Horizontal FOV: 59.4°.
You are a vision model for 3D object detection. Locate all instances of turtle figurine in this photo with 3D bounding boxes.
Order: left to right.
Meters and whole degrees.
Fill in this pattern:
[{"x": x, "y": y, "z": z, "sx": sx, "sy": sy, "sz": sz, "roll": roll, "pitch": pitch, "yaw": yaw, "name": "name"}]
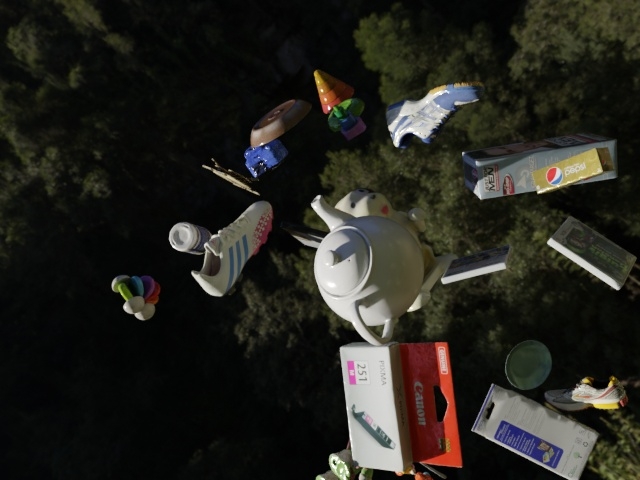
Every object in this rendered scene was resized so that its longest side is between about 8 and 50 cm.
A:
[{"x": 0.144, "y": 0.567, "z": 1.372, "sx": 0.266, "sy": 0.274, "sz": 0.198, "roll": -8, "pitch": -13, "yaw": -41, "name": "turtle figurine"}]

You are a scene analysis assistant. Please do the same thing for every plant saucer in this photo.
[{"x": -0.115, "y": -0.325, "z": 1.509, "sx": 0.199, "sy": 0.036, "sz": 0.198, "roll": -28, "pitch": 25, "yaw": 15, "name": "plant saucer"}, {"x": 0.789, "y": 0.472, "z": 2.149, "sx": 0.195, "sy": 0.195, "sz": 0.037, "roll": -55, "pitch": 14, "yaw": -2, "name": "plant saucer"}]

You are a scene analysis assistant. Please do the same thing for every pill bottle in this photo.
[{"x": -0.418, "y": -0.003, "z": 1.859, "sx": 0.094, "sy": 0.094, "sz": 0.169, "roll": -55, "pitch": -17, "yaw": 3, "name": "pill bottle"}]

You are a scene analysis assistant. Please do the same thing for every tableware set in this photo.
[{"x": -0.253, "y": -0.191, "z": 1.619, "sx": 0.194, "sy": 0.128, "sz": 0.039, "roll": 26, "pitch": 87, "yaw": 56, "name": "tableware set"}]

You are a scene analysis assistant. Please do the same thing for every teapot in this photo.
[{"x": 0.079, "y": 0.060, "z": 1.168, "sx": 0.256, "sy": 0.187, "sz": 0.252, "roll": 18, "pitch": 91, "yaw": 42, "name": "teapot"}]

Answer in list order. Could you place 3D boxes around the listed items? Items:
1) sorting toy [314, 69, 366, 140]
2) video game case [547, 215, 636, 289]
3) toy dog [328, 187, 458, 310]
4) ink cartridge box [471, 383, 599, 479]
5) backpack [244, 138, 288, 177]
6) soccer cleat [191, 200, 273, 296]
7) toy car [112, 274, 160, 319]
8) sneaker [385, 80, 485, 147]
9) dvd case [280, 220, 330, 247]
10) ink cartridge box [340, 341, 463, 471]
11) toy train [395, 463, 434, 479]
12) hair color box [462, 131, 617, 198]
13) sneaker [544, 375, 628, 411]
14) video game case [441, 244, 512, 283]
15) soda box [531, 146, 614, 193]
[{"x": 0.042, "y": -0.421, "z": 1.667, "sx": 0.127, "sy": 0.126, "sz": 0.365, "roll": -36, "pitch": 31, "yaw": 13, "name": "sorting toy"}, {"x": 0.673, "y": 0.025, "z": 1.385, "sx": 0.173, "sy": 0.190, "sz": 0.022, "roll": -31, "pitch": -28, "yaw": -46, "name": "video game case"}, {"x": 0.217, "y": -0.002, "z": 1.947, "sx": 0.284, "sy": 0.407, "sz": 0.395, "roll": -42, "pitch": 14, "yaw": -24, "name": "toy dog"}, {"x": 0.644, "y": 0.575, "z": 1.701, "sx": 0.165, "sy": 0.333, "sz": 0.065, "roll": -64, "pitch": -11, "yaw": 0, "name": "ink cartridge box"}, {"x": -0.169, "y": -0.267, "z": 1.759, "sx": 0.120, "sy": 0.101, "sz": 0.098, "roll": -24, "pitch": 24, "yaw": 27, "name": "backpack"}, {"x": -0.252, "y": 0.003, "z": 1.636, "sx": 0.116, "sy": 0.143, "sz": 0.331, "roll": 6, "pitch": 63, "yaw": 44, "name": "soccer cleat"}, {"x": -0.661, "y": 0.191, "z": 2.060, "sx": 0.136, "sy": 0.159, "sz": 0.182, "roll": -38, "pitch": -29, "yaw": -4, "name": "toy car"}, {"x": 0.313, "y": -0.332, "z": 1.503, "sx": 0.112, "sy": 0.130, "sz": 0.297, "roll": -7, "pitch": -3, "yaw": -44, "name": "sneaker"}, {"x": 0.000, "y": 0.000, "z": 1.669, "sx": 0.253, "sy": 0.181, "sz": 0.022, "roll": 39, "pitch": -114, "yaw": -72, "name": "dvd case"}, {"x": 0.172, "y": 0.363, "z": 1.230, "sx": 0.239, "sy": 0.274, "sz": 0.060, "roll": -8, "pitch": -3, "yaw": 33, "name": "ink cartridge box"}, {"x": 0.245, "y": 0.625, "z": 1.530, "sx": 0.046, "sy": 0.125, "sz": 0.166, "roll": -61, "pitch": 13, "yaw": 3, "name": "toy train"}, {"x": 0.616, "y": -0.219, "z": 1.607, "sx": 0.375, "sy": 0.113, "sz": 0.185, "roll": -9, "pitch": 16, "yaw": 4, "name": "hair color box"}, {"x": 0.792, "y": 0.452, "z": 1.691, "sx": 0.225, "sy": 0.092, "sz": 0.088, "roll": -16, "pitch": 9, "yaw": 29, "name": "sneaker"}, {"x": 0.496, "y": 0.074, "z": 1.771, "sx": 0.201, "sy": 0.023, "sz": 0.183, "roll": -18, "pitch": 9, "yaw": 28, "name": "video game case"}, {"x": 0.622, "y": -0.171, "z": 1.388, "sx": 0.058, "sy": 0.061, "sz": 0.181, "roll": -9, "pitch": -8, "yaw": -35, "name": "soda box"}]
